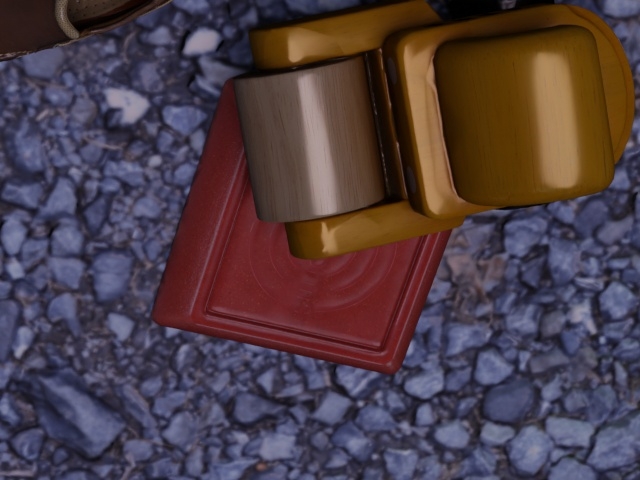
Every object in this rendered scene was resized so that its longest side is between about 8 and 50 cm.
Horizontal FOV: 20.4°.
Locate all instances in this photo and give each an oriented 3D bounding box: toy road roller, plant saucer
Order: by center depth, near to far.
[{"bbox_3d":[0.108,-0.105,1.506,0.330,0.240,0.202,-13,100,-13],"label":"toy road roller"},{"bbox_3d":[0.000,0.000,1.668,0.259,0.047,0.258,13,110,-17],"label":"plant saucer"}]

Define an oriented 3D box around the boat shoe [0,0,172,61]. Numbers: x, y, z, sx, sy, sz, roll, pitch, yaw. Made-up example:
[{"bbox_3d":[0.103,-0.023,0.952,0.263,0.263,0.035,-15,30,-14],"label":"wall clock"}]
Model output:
[{"bbox_3d":[-0.227,-0.207,1.505,0.258,0.095,0.095,-22,115,-1],"label":"boat shoe"}]
